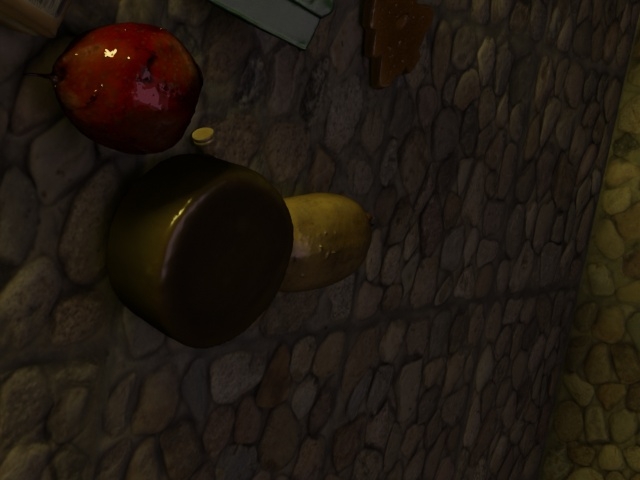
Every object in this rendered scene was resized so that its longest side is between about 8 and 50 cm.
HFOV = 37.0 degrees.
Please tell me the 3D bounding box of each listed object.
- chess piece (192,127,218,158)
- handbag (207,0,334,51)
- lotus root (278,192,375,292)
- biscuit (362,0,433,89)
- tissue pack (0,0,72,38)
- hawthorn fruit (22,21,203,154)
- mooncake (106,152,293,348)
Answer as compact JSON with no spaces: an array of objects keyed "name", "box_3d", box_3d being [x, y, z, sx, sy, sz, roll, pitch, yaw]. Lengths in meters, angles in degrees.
[{"name":"chess piece","box_3d":[-0.177,-0.131,1.515,0.035,0.035,0.092,-45,140,-36]},{"name":"handbag","box_3d":[-0.041,-0.466,1.379,0.238,0.089,0.326,24,102,-30]},{"name":"lotus root","box_3d":[0.000,0.000,1.709,0.342,0.151,0.169,-10,112,-50]},{"name":"biscuit","box_3d":[0.136,-0.415,1.839,0.212,0.041,0.239,-55,142,-17]},{"name":"tissue pack","box_3d":[-0.373,-0.356,1.096,0.222,0.090,0.186,21,88,-54]},{"name":"hawthorn fruit","box_3d":[-0.271,-0.195,1.244,0.235,0.181,0.181,-6,108,-41]},{"name":"mooncake","box_3d":[-0.183,0.011,1.444,0.284,0.155,0.284,-24,123,-44]}]
